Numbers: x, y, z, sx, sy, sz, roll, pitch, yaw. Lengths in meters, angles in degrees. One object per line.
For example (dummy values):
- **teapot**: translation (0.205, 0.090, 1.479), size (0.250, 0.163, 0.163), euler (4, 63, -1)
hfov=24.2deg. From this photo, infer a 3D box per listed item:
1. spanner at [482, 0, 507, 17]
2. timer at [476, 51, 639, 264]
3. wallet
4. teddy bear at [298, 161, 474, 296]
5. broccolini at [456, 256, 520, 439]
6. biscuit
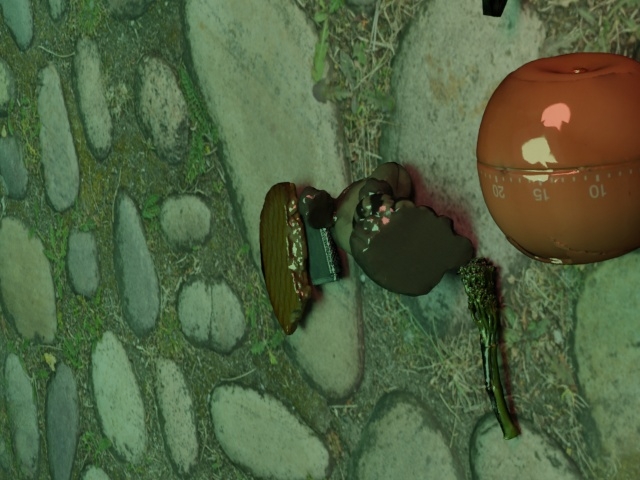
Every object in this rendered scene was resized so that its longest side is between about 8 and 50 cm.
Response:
- **spanner**: translation (0.227, -0.423, 1.753), size (0.040, 0.095, 0.325), euler (32, 121, 48)
- **timer**: translation (0.285, -0.089, 1.630), size (0.229, 0.229, 0.215), euler (20, 122, 52)
- **wallet**: translation (0.000, 0.000, 2.220), size (0.088, 0.026, 0.129), euler (162, 97, -67)
- **teddy bear**: translation (0.071, -0.035, 2.006), size (0.251, 0.171, 0.144), euler (38, 107, 52)
- **broccolini**: translation (0.222, 0.140, 1.928), size (0.054, 0.051, 0.239), euler (-12, 88, 10)
- **biscuit**: translation (-0.050, 0.018, 2.274), size (0.176, 0.031, 0.228), euler (57, 146, 41)
